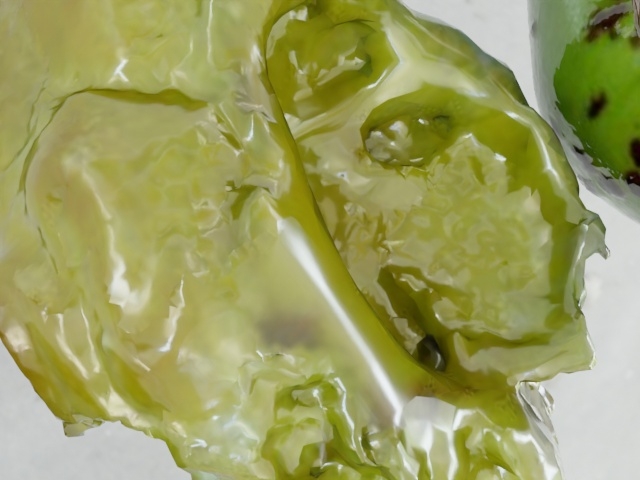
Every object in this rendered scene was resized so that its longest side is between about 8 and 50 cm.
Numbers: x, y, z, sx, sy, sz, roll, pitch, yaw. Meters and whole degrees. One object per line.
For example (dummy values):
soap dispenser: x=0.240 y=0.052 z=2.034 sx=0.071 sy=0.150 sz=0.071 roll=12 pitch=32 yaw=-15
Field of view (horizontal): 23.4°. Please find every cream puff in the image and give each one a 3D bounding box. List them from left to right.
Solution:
cream puff: x=0.001 y=0.002 z=0.556 sx=0.185 sy=0.282 sz=0.282 roll=-31 pitch=142 yaw=6

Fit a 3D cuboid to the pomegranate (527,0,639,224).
pomegranate: x=0.171 y=-0.092 z=0.589 sx=0.263 sy=0.211 sz=0.211 roll=4 pitch=117 yaw=-60
